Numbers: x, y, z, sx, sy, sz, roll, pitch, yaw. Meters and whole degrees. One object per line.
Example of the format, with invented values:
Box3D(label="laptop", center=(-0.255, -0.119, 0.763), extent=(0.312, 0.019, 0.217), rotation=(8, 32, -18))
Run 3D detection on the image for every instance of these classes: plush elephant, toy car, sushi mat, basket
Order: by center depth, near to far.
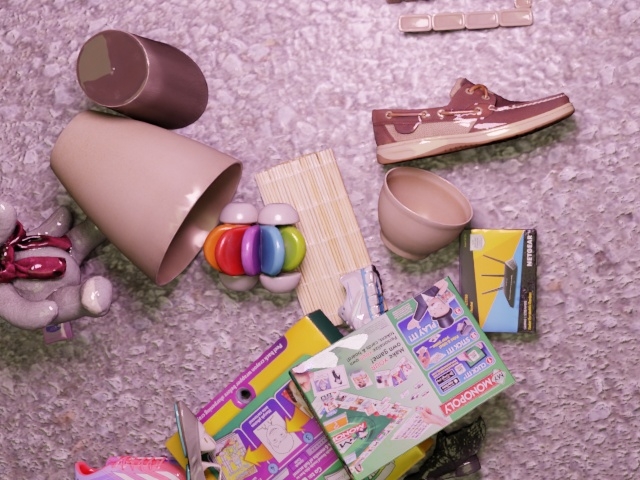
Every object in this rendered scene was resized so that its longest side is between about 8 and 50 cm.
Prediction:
Box3D(label="basket", center=(-0.321, -0.285, 1.620), extent=(0.204, 0.227, 0.154), rotation=(29, 96, 8))
Box3D(label="toy car", center=(-0.120, 0.015, 1.633), extent=(0.181, 0.136, 0.159), rotation=(2, 97, 20))
Box3D(label="plush elephant", center=(-0.549, 0.024, 1.642), extent=(0.330, 0.272, 0.255), rotation=(-26, 133, 24))
Box3D(label="sushi mat", center=(0.000, 0.000, 1.684), extent=(0.151, 0.019, 0.317), rotation=(-20, 89, 10))

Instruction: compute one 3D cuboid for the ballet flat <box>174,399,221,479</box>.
Box3D(label="ballet flat", center=(-0.208, 0.377, 1.611), extent=(0.068, 0.072, 0.213), rotation=(-7, 92, -10))

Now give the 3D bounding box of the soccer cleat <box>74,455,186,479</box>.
Box3D(label="soccer cleat", center=(-0.344, 0.434, 1.730), extent=(0.248, 0.083, 0.095), rotation=(-16, 85, 12))

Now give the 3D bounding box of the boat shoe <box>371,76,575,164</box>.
Box3D(label="boat shoe", center=(0.253, -0.219, 1.585), extent=(0.341, 0.123, 0.123), rotation=(-11, 92, 16))

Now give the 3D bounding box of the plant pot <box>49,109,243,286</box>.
Box3D(label="plant pot", center=(-0.318, -0.101, 1.607), extent=(0.274, 0.256, 0.257), rotation=(33, 97, 5))

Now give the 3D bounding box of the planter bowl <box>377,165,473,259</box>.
Box3D(label="planter bowl", center=(0.164, -0.037, 1.598), extent=(0.162, 0.162, 0.109), rotation=(30, 123, 7))

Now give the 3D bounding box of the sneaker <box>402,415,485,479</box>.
Box3D(label="sneaker", center=(0.218, 0.377, 1.648), extent=(0.170, 0.051, 0.089), rotation=(-17, 86, 8))

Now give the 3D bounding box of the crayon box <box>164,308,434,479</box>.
Box3D(label="crayon box", center=(-0.040, 0.358, 1.646), extent=(0.363, 0.106, 0.313), rotation=(-43, 82, 12))

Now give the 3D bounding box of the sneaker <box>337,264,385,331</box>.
Box3D(label="sneaker", center=(0.074, 0.143, 1.639), extent=(0.082, 0.071, 0.191), rotation=(-11, 83, 18))

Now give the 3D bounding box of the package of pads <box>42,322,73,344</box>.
Box3D(label="package of pads", center=(-0.503, 0.152, 1.766), extent=(0.050, 0.032, 0.083), rotation=(-14, 90, 7))

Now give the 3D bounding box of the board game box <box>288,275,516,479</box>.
Box3D(label="board game box", center=(0.135, 0.228, 1.548), extent=(0.317, 0.046, 0.214), rotation=(-29, 79, -13))

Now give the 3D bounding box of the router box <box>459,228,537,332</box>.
Box3D(label="router box", center=(0.308, 0.069, 1.621), extent=(0.133, 0.046, 0.179), rotation=(0, 92, 10))

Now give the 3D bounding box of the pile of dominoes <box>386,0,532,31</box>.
Box3D(label="pile of dominoes", center=(0.239, -0.464, 1.629), extent=(0.251, 0.040, 0.196), rotation=(-2, 91, 1))
